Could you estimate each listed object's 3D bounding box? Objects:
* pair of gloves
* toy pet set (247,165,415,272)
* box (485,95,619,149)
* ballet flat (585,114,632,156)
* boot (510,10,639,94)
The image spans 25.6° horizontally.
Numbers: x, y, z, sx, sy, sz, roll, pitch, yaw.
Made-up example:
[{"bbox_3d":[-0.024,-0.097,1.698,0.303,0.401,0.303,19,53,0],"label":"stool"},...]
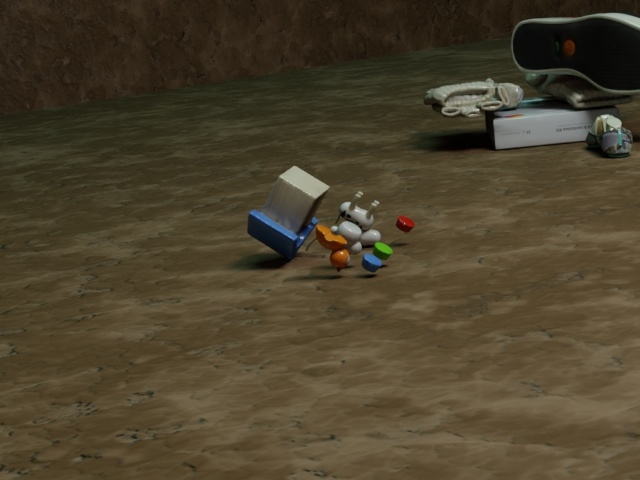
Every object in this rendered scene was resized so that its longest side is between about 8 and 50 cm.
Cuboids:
[{"bbox_3d":[0.243,-0.184,1.695,0.240,0.042,0.204,-5,12,5],"label":"pair of gloves"},{"bbox_3d":[0.000,0.000,1.110,0.114,0.065,0.122,32,23,8],"label":"toy pet set"},{"bbox_3d":[0.275,-0.146,1.697,0.145,0.038,0.186,-5,10,4],"label":"box"},{"bbox_3d":[0.311,-0.116,1.515,0.041,0.041,0.114,-7,11,-1],"label":"ballet flat"},{"bbox_3d":[0.364,-0.226,1.620,0.176,0.088,0.244,-11,18,-32],"label":"boot"}]
